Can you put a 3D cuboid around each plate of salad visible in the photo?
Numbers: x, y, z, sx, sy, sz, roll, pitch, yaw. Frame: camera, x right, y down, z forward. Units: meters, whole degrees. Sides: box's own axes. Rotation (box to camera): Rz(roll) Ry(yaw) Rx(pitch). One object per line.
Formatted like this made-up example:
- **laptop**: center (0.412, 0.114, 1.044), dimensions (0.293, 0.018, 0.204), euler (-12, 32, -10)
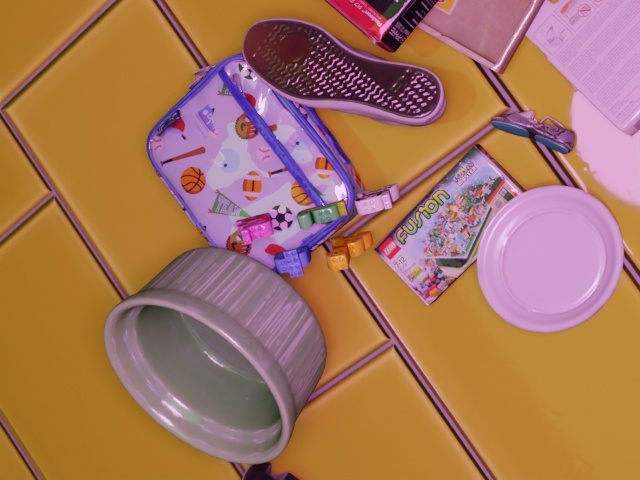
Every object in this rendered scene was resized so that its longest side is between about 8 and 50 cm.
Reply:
- **plate of salad**: center (0.303, 0.024, 1.376), dimensions (0.199, 0.048, 0.200), euler (-1, 102, -5)

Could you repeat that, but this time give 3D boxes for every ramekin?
- **ramekin**: center (-0.139, 0.154, 1.454), dimensions (0.303, 0.148, 0.303), euler (21, 137, 21)

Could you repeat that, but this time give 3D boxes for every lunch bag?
- **lunch bag**: center (-0.092, -0.112, 1.481), dimensions (0.243, 0.115, 0.303), euler (-38, 85, 18)

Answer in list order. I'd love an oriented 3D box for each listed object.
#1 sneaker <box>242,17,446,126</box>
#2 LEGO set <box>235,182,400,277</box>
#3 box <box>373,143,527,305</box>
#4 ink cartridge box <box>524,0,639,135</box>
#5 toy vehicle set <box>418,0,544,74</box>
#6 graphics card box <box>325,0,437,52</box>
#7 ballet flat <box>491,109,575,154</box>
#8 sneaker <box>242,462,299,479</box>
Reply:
- **sneaker**: center (0.033, -0.214, 1.408), dimensions (0.290, 0.123, 0.106), euler (23, 92, 14)
- **LEGO set**: center (0.000, 0.000, 1.371), dimensions (0.227, 0.093, 0.087), euler (-14, 106, 11)
- **box**: center (0.184, -0.020, 1.432), dimensions (0.114, 0.036, 0.207), euler (46, 109, 9)
- **ink cartridge box**: center (0.382, -0.274, 1.330), dimensions (0.181, 0.056, 0.225), euler (-48, 62, 19)
- **toy vehicle set**: center (0.169, -0.361, 1.382), dimensions (0.266, 0.035, 0.166), euler (34, 107, 15)
- **graphics card box**: center (0.121, -0.455, 1.321), dimensions (0.233, 0.094, 0.371), euler (43, 102, 14)
- **ballet flat**: center (0.286, -0.151, 1.381), dimensions (0.114, 0.041, 0.041), euler (23, 105, 15)
- **sneaker**: center (-0.006, 0.480, 1.541), dimensions (0.330, 0.122, 0.146), euler (40, 126, 9)
